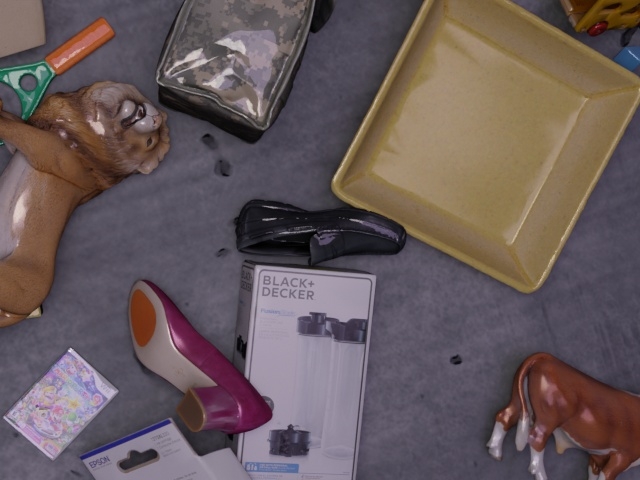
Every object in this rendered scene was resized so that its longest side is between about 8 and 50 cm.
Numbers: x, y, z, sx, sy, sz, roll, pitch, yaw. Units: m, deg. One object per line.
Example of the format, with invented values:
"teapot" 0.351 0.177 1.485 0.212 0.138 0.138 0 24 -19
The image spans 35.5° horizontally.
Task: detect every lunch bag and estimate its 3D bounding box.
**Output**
"lunch bag" -0.079 -0.278 1.215 0.169 0.235 0.287 23 88 -8

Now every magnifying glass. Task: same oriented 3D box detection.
"magnifying glass" -0.360 -0.204 1.261 0.231 0.026 0.092 -38 100 -7

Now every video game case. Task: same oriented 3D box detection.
"video game case" -0.334 0.210 1.290 0.087 0.011 0.122 45 82 -11

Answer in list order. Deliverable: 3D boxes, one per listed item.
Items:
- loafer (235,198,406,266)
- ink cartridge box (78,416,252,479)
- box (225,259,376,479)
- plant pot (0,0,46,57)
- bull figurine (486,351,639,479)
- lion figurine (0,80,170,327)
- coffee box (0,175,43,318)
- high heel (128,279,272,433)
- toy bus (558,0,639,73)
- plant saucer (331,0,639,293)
"loafer" 0.000 0.000 1.305 0.223 0.076 0.078 6 57 2
"ink cartridge box" -0.134 0.382 1.270 0.176 0.069 0.371 -27 104 32
"box" -0.030 0.176 1.323 0.169 0.087 0.290 7 91 -14
"plant pot" -0.386 -0.276 1.214 0.109 0.109 0.096 -20 110 -12
"bull figurine" 0.389 0.274 1.423 0.310 0.101 0.188 27 88 -14
"lion figurine" -0.345 -0.033 1.188 0.240 0.142 0.392 32 82 -43
"coffee box" -0.415 0.014 1.246 0.113 0.040 0.184 -7 95 -14
"high heel" -0.155 0.142 1.266 0.117 0.244 0.082 6 123 -46
"toy bus" 0.420 -0.351 1.368 0.191 0.104 0.202 29 56 -6
"plant saucer" 0.220 -0.144 1.360 0.333 0.081 0.332 27 94 -14
